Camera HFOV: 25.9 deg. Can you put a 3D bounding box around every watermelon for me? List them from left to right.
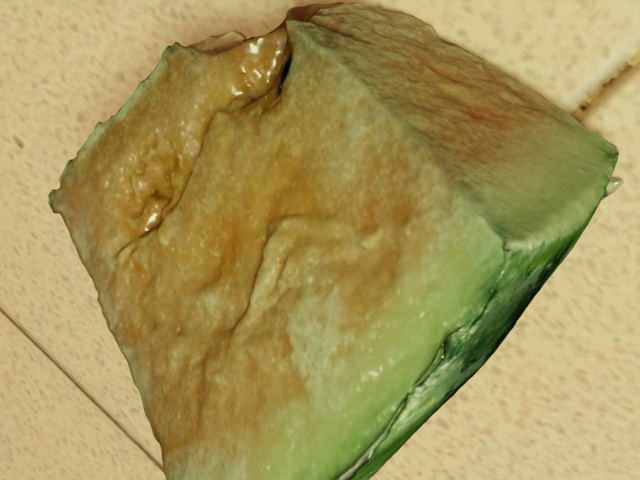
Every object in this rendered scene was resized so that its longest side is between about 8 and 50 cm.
[{"bbox_3d":[0.013,0.007,0.739,0.264,0.151,0.302,-49,49,25],"label":"watermelon"}]

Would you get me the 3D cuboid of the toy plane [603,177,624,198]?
[{"bbox_3d":[0.065,0.004,0.817,0.234,0.082,0.160,-24,80,48],"label":"toy plane"}]
